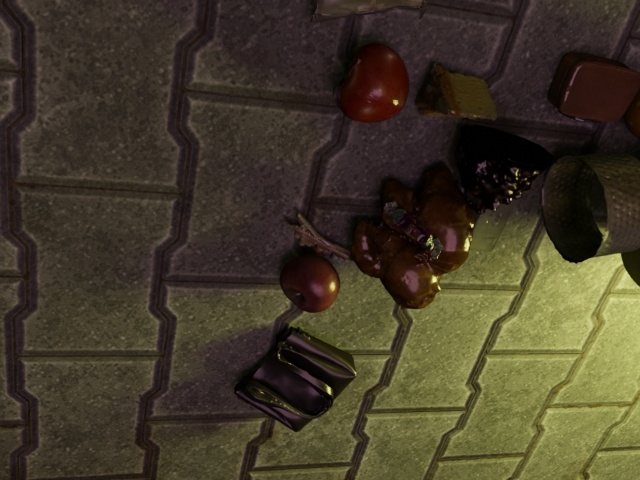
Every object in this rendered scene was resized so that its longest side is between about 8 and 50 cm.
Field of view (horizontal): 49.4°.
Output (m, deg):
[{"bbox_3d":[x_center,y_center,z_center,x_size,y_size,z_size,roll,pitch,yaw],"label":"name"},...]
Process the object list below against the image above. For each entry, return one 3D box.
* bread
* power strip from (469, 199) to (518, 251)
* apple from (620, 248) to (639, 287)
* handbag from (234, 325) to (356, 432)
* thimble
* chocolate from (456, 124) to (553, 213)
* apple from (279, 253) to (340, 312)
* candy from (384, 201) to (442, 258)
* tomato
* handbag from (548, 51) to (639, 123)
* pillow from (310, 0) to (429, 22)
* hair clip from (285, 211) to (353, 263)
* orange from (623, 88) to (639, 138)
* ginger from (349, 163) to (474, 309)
[{"bbox_3d":[0.299,-0.298,1.536,0.147,0.152,0.127,6,131,-22],"label":"bread"},{"bbox_3d":[0.434,-0.061,1.799,0.093,0.053,0.288,6,122,-20],"label":"power strip"},{"bbox_3d":[0.993,-0.030,1.744,0.474,0.473,0.473,-8,126,-11],"label":"apple"},{"bbox_3d":[-0.072,0.388,1.943,0.257,0.113,0.285,34,111,-25],"label":"handbag"},{"bbox_3d":[0.680,-0.084,1.722,0.150,0.271,0.271,-8,126,-13],"label":"thimble"},{"bbox_3d":[0.406,-0.147,1.615,0.206,0.224,0.177,7,118,-17],"label":"chocolate"},{"bbox_3d":[-0.021,0.103,1.729,0.120,0.153,0.153,-46,134,-29],"label":"apple"},{"bbox_3d":[0.215,-0.026,1.616,0.175,0.043,0.045,40,99,-3],"label":"candy"},{"bbox_3d":[0.112,-0.319,1.459,0.167,0.167,0.167,-8,126,-11],"label":"tomato"},{"bbox_3d":[0.640,-0.354,1.638,0.193,0.072,0.151,6,123,-22],"label":"handbag"},{"bbox_3d":[0.100,-0.519,1.374,0.255,0.059,0.169,-7,126,-9],"label":"pillow"},{"bbox_3d":[-0.005,0.004,1.715,0.056,0.062,0.214,-35,126,24],"label":"hair clip"},{"bbox_3d":[0.803,-0.316,1.675,0.156,0.124,0.156,-31,142,-28],"label":"orange"},{"bbox_3d":[0.235,-0.014,1.719,0.274,0.152,0.357,36,108,-2],"label":"ginger"}]
